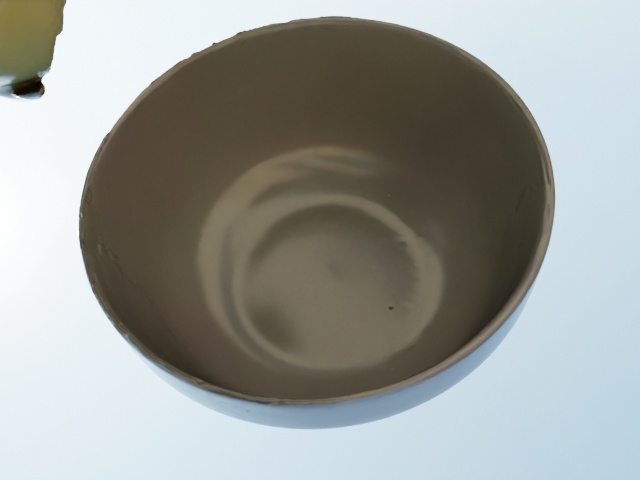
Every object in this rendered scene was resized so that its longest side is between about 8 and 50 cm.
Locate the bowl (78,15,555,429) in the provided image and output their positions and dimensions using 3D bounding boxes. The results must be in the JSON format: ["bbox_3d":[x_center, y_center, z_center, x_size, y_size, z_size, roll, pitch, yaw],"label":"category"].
[{"bbox_3d":[0.000,0.000,0.524,0.286,0.144,0.287,-2,-122,3],"label":"bowl"}]

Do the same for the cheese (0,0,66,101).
[{"bbox_3d":[-0.281,-0.094,0.331,0.315,0.128,0.259,-15,-170,-20],"label":"cheese"}]
